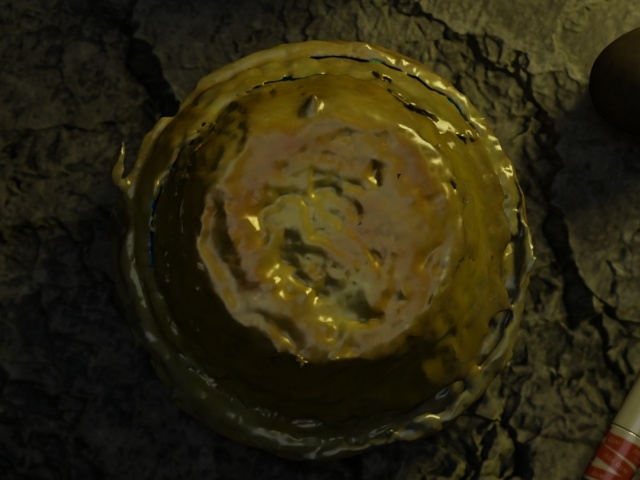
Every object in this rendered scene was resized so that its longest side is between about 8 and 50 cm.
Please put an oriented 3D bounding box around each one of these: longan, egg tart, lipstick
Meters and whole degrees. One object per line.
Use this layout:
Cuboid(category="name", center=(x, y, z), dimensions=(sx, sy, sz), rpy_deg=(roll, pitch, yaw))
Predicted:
Cuboid(category="longan", center=(0.291, -0.146, 1.069), dimensions=(0.106, 0.106, 0.119), rpy_deg=(-17, 40, 1))
Cuboid(category="egg tart", center=(0.000, 0.000, 1.032), dimensions=(0.387, 0.169, 0.388), rpy_deg=(0, 82, -1))
Cuboid(category="lipstick", center=(0.273, 0.159, 1.039), dimensions=(0.038, 0.038, 0.131), rpy_deg=(31, 83, 9))
